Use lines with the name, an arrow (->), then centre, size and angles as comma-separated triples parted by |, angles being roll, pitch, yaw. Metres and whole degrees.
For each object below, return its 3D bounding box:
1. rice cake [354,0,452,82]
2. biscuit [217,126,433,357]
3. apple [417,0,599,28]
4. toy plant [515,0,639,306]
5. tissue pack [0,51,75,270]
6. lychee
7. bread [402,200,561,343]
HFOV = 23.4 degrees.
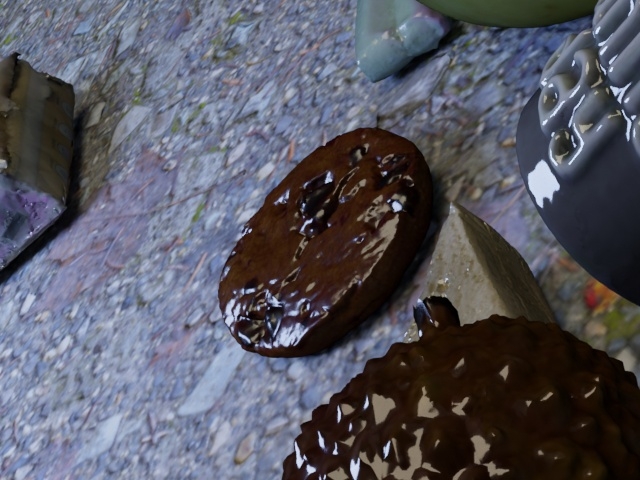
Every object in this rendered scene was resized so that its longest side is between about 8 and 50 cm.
rice cake -> 0.067, -0.214, 1.265 | 0.080, 0.042, 0.222 | -36, 29, 26
biscuit -> 0.000, 0.000, 1.076 | 0.192, 0.049, 0.192 | -39, 29, 26
apple -> 0.130, -0.324, 1.018 | 0.357, 0.357, 0.357 | -35, 30, 24
toy plant -> 0.248, -0.125, 0.634 | 0.279, 0.185, 0.400 | -34, -12, -48
tissue pack -> -0.358, -0.060, 1.602 | 0.215, 0.123, 0.256 | -40, 27, 19
lychee -> 0.068, 0.128, 0.656 | 0.200, 0.200, 0.238 | -31, 46, 30
bread -> 0.076, 0.062, 0.851 | 0.105, 0.077, 0.152 | -40, 27, 14
